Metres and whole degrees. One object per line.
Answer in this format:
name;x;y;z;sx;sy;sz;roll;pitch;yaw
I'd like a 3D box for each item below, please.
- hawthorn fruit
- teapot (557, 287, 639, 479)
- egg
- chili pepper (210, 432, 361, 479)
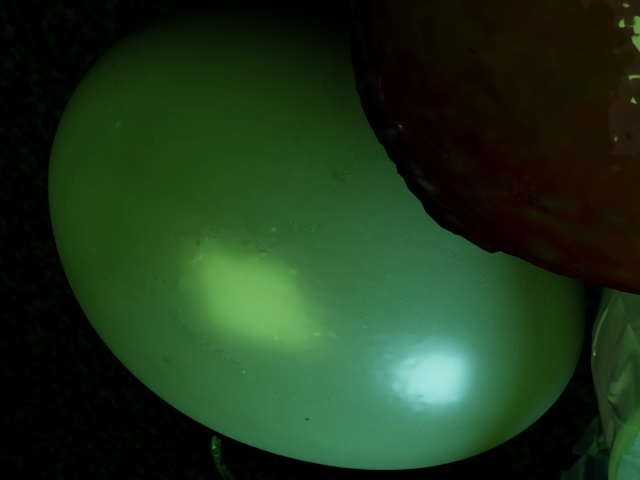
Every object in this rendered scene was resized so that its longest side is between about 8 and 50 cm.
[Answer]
hawthorn fruit;0.132;-0.079;0.664;0.249;0.215;0.215;24;141;39
teapot;0.161;0.067;0.797;0.221;0.178;0.163;-19;114;31
egg;0.000;0.000;0.831;0.241;0.186;0.186;33;137;-11
chili pepper;0.067;0.150;1.024;0.279;0.065;0.122;-10;110;32
